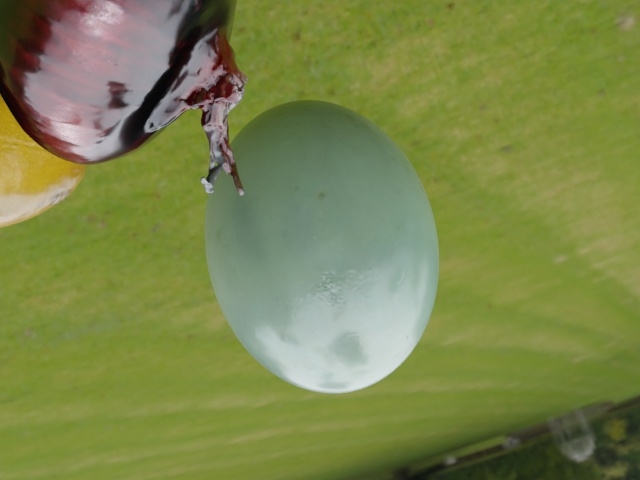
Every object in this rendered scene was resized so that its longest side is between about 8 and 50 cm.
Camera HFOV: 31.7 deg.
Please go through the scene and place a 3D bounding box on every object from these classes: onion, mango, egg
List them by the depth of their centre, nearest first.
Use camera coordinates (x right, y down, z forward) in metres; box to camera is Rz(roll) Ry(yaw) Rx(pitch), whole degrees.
[{"bbox_3d":[-0.147,-0.175,0.955,0.273,0.285,0.273,-57,180,0],"label":"onion"},{"bbox_3d":[-0.381,-0.098,1.170,0.144,0.187,0.359,-26,173,33],"label":"mango"},{"bbox_3d":[0.000,0.000,1.346,0.276,0.389,0.276,-8,145,-6],"label":"egg"}]
